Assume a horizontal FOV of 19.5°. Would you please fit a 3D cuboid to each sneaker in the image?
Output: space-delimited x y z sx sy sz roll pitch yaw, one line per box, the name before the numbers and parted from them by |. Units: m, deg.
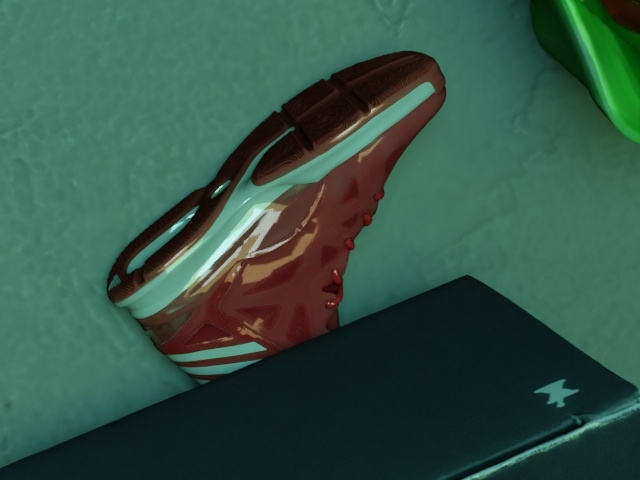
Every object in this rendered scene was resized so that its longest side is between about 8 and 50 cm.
sneaker | 0.000 0.000 1.047 0.221 0.087 0.128 -36 114 3

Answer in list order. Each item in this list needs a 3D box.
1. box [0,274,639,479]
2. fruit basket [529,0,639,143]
box | 0.038 0.268 0.983 0.294 0.212 0.395 -21 112 -13
fruit basket | 0.278 -0.209 0.945 0.392 0.392 0.283 -28 104 -11
